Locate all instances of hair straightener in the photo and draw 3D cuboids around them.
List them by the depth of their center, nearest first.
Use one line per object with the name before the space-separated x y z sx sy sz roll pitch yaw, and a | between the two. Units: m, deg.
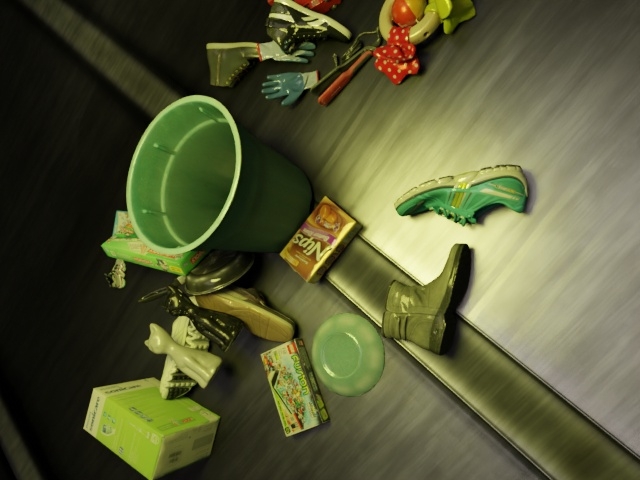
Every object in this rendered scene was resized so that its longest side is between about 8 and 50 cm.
hair straightener | 0.058 -0.449 1.203 0.230 0.047 0.089 -44 65 18

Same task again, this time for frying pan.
frying pan | -0.323 0.079 1.282 0.325 0.197 0.053 -8 118 27

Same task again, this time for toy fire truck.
toy fire truck | -0.045 -0.649 1.287 0.191 0.047 0.136 -22 74 26

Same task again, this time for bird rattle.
bird rattle | 0.216 -0.501 1.105 0.253 0.143 0.207 -42 53 33

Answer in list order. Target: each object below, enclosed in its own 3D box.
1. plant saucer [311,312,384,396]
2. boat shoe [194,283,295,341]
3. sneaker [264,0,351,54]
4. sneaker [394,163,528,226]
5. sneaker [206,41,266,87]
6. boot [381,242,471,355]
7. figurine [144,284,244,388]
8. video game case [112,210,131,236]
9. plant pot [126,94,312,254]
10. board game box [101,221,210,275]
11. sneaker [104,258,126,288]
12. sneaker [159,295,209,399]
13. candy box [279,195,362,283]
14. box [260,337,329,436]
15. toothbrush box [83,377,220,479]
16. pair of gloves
plant saucer | 0.054 0.267 1.123 0.194 0.037 0.195 -4 82 28
boat shoe | -0.184 0.169 1.237 0.285 0.092 0.103 18 132 18
sneaker | -0.038 -0.519 1.228 0.216 0.079 0.121 26 101 4
sneaker | 0.285 -0.082 1.001 0.275 0.107 0.110 -10 88 29
sneaker | -0.216 -0.494 1.360 0.221 0.083 0.118 8 109 21
boot | 0.216 0.110 1.029 0.161 0.083 0.247 16 91 36
figurine | -0.328 0.238 1.201 0.209 0.092 0.215 31 112 1
video game case | -0.608 -0.032 1.550 0.166 0.015 0.119 7 87 30
plant pot | -0.210 -0.116 1.142 0.340 0.334 0.342 -6 79 31
board game box | -0.430 -0.012 1.350 0.317 0.046 0.214 10 44 31
sneaker | -0.657 0.102 1.530 0.038 0.069 0.098 -16 76 27
sneaker | -0.372 0.293 1.332 0.118 0.110 0.292 20 86 38
candy box | 0.000 0.000 1.168 0.109 0.053 0.187 42 100 26
box | -0.065 0.357 1.179 0.114 0.036 0.207 -29 70 23
toothbrush box | -0.448 0.487 1.285 0.283 0.206 0.122 18 94 29
pair of gloves | -0.084 -0.454 1.269 0.159 0.023 0.199 -9 86 5
